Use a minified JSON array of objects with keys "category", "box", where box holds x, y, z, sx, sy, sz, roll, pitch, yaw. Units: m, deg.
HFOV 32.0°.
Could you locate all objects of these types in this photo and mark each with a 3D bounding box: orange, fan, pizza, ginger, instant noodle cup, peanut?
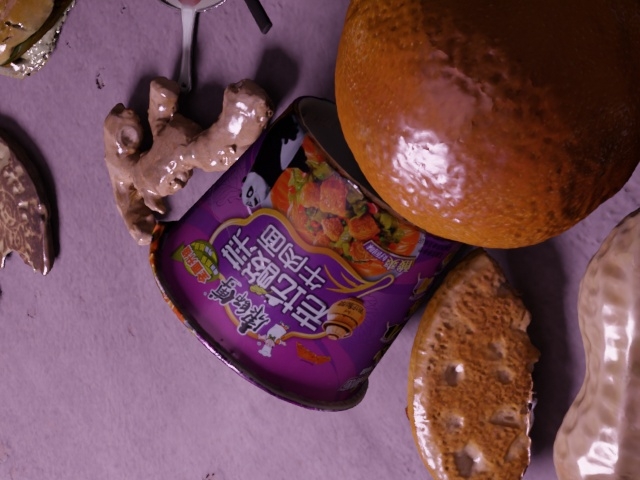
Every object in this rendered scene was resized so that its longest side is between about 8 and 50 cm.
[{"category":"orange","box":[0.133,-0.129,0.872,0.264,0.264,0.264,7,103,34]},{"category":"fan","box":[-0.137,-0.267,1.183,0.153,0.008,0.226,11,104,32]},{"category":"pizza","box":[0.137,0.131,1.013,0.127,0.058,0.246,-12,99,0]},{"category":"ginger","box":[-0.155,-0.111,1.190,0.259,0.065,0.149,-36,82,38]},{"category":"instant noodle cup","box":[0.000,0.000,1.008,0.251,0.251,0.190,47,112,19]},{"category":"peanut","box":[0.262,0.097,0.904,0.136,0.120,0.298,34,120,52]}]

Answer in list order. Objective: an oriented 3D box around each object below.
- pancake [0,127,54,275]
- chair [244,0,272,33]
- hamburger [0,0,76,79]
[{"category":"pancake","box":[-0.441,-0.013,1.434,0.286,0.033,0.288,22,111,29]},{"category":"chair","box":[-0.105,-0.350,1.047,0.172,0.159,0.247,-48,67,8]},{"category":"hamburger","box":[-0.386,-0.328,1.271,0.266,0.134,0.284,22,108,28]}]
